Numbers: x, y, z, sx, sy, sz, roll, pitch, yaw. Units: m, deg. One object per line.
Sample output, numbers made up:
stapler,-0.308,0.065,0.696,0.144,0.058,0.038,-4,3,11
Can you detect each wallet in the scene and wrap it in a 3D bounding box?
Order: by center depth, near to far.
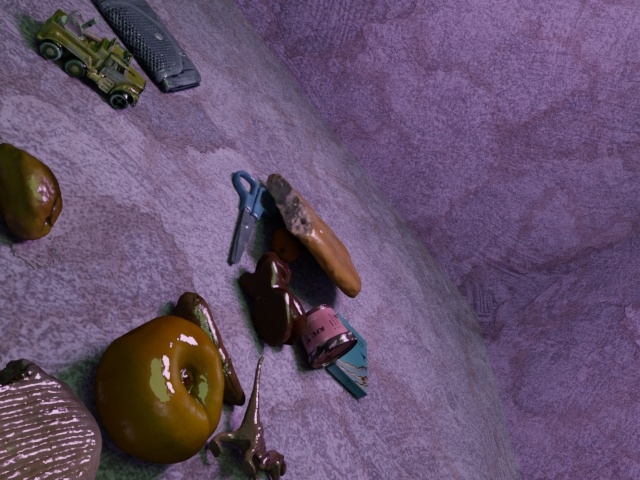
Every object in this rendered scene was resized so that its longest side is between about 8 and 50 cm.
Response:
wallet,-0.532,-0.634,1.589,0.342,0.075,0.237,54,26,-9

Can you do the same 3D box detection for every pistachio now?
pistachio,-0.512,-0.095,0.874,0.100,0.110,0.189,-13,69,-33

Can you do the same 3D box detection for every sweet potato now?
sweet potato,-0.233,0.233,1.061,0.274,0.075,0.075,61,23,4

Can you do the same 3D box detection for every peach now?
peach,-0.267,0.257,0.870,0.251,0.153,0.251,43,39,-49

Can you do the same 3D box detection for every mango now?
mango,-0.113,0.012,1.578,0.105,0.084,0.159,51,2,-15

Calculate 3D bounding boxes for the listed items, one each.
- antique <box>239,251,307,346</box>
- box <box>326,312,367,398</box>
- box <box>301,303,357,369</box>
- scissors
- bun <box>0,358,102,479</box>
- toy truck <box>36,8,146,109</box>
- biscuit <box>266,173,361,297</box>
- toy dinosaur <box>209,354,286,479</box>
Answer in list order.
antique,-0.114,0.154,1.339,0.143,0.121,0.257,15,47,-62
box,0.087,0.360,1.576,0.162,0.041,0.229,47,24,-23
box,0.010,0.267,1.414,0.151,0.151,0.135,16,38,-58
scissors,-0.221,-0.064,1.520,0.192,0.029,0.447,46,25,-24
bun,-0.383,0.272,0.538,0.281,0.205,0.281,42,14,-13
toy truck,-0.545,-0.455,1.242,0.259,0.135,0.128,42,27,-39
biscuit,0.001,-0.001,1.659,0.446,0.104,0.429,51,3,-26
toy dinosaur,-0.141,0.386,1.024,0.252,0.072,0.199,65,20,9
